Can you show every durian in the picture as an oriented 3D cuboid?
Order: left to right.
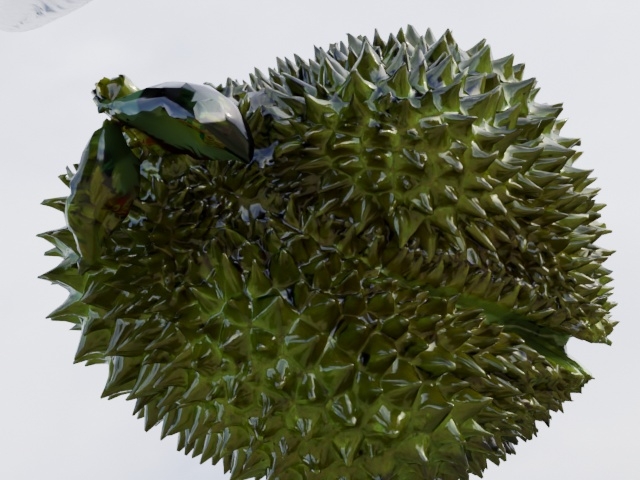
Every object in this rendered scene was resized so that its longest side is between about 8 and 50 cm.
[{"bbox_3d":[0.002,0.013,0.596,0.198,0.159,0.146,-12,7,-28],"label":"durian"}]

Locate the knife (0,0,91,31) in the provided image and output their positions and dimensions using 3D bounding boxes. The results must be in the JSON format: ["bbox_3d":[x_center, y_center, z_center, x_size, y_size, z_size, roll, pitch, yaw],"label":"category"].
[{"bbox_3d":[-0.062,-0.092,0.463,0.073,0.040,0.265,-55,12,-8],"label":"knife"}]
